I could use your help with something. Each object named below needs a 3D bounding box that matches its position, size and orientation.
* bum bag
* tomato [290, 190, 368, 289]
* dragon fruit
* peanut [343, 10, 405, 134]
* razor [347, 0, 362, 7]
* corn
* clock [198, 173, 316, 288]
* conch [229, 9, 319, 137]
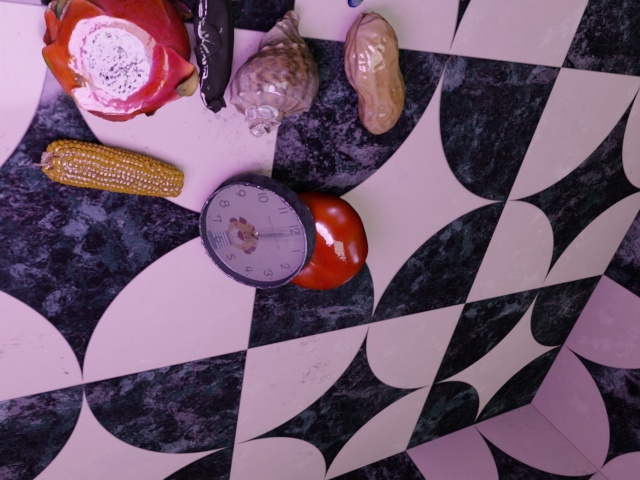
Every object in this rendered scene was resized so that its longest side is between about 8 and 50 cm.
[{"bbox_3d":[-0.226,-0.434,1.014,0.080,0.142,0.326,7,117,1],"label":"bum bag"},{"bbox_3d":[0.000,0.000,1.376,0.226,0.299,0.298,-43,148,-53],"label":"tomato"},{"bbox_3d":[-0.375,-0.360,0.921,0.291,0.189,0.290,-17,128,-22],"label":"dragon fruit"},{"bbox_3d":[0.140,-0.413,1.242,0.149,0.149,0.313,-32,138,-9],"label":"peanut"},{"bbox_3d":[0.149,-0.689,1.104,0.093,0.056,0.324,15,114,-32],"label":"razor"},{"bbox_3d":[-0.455,-0.156,1.077,0.311,0.101,0.101,8,117,-33],"label":"corn"},{"bbox_3d":[-0.166,-0.016,1.249,0.313,0.061,0.312,8,119,15],"label":"clock"},{"bbox_3d":[-0.078,-0.358,1.086,0.210,0.159,0.291,25,92,-55],"label":"conch"}]
